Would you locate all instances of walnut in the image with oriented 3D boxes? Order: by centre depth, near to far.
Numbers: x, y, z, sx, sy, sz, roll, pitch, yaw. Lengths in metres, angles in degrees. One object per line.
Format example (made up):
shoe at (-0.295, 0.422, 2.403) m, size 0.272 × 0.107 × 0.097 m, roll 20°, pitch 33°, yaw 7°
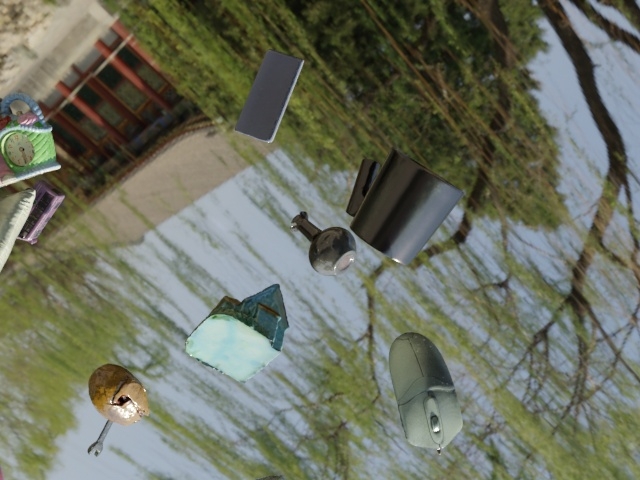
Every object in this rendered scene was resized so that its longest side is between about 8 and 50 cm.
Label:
walnut at (-0.552, 0.425, 1.940) m, size 0.137 × 0.245 × 0.137 m, roll -8°, pitch -133°, yaw 8°

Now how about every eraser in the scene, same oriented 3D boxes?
eraser at (-0.105, -0.305, 1.478) m, size 0.036 × 0.082 × 0.225 m, roll 105°, pitch 4°, yaw -72°

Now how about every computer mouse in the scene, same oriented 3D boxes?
computer mouse at (0.189, 0.279, 1.294) m, size 0.113 × 0.229 × 0.068 m, roll -16°, pitch 171°, yaw -5°

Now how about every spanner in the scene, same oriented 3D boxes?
spanner at (-0.618, 0.526, 2.101) m, size 0.015 × 0.054 × 0.255 m, roll 28°, pitch -89°, yaw 33°

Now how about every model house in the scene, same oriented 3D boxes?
model house at (-0.217, 0.218, 2.003) m, size 0.261 × 0.226 × 0.241 m, roll -43°, pitch -161°, yaw 42°

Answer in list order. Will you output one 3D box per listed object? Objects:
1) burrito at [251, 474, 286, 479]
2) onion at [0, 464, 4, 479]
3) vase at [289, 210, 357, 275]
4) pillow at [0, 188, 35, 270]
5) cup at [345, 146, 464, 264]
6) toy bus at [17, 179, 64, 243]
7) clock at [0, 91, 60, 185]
burrito at (-0.116, 0.666, 1.532) m, size 0.101 × 0.139 × 0.445 m, roll -49°, pitch -164°, yaw 14°
onion at (-0.885, 0.641, 1.650) m, size 0.358 × 0.345 × 0.358 m, roll -52°, pitch -161°, yaw 27°
vase at (0.000, 0.000, 1.651) m, size 0.120 × 0.120 × 0.183 m, roll -47°, pitch -121°, yaw -1°
pillow at (-0.648, 0.012, 1.371) m, size 0.144 × 0.078 × 0.254 m, roll -19°, pitch -135°, yaw 31°
cup at (0.156, -0.074, 1.407) m, size 0.177 × 0.166 × 0.239 m, roll -58°, pitch -164°, yaw 11°
toy bus at (-0.821, -0.081, 2.035) m, size 0.178 × 0.098 × 0.087 m, roll -54°, pitch -171°, yaw 3°
clock at (-0.670, -0.221, 1.523) m, size 0.194 × 0.196 × 0.100 m, roll -17°, pitch -172°, yaw 12°
